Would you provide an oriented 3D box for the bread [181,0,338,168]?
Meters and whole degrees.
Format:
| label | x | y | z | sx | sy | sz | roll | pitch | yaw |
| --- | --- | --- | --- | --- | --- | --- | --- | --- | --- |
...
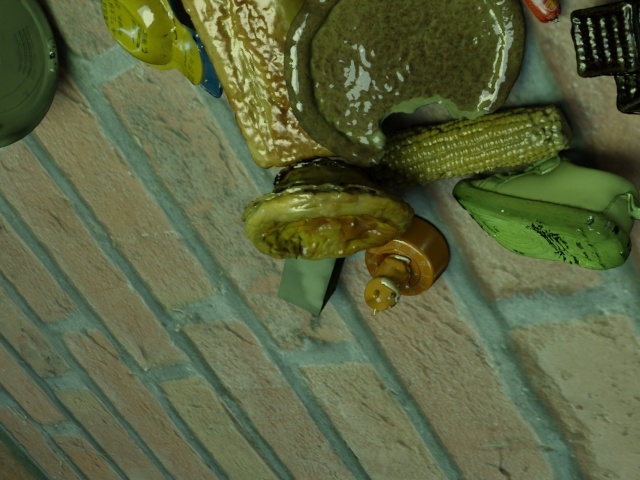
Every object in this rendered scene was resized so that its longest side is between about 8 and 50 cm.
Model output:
| label | x | y | z | sx | sy | sz | roll | pitch | yaw |
| --- | --- | --- | --- | --- | --- | --- | --- | --- | --- |
| bread | -0.049 | -0.262 | 0.957 | 0.195 | 0.149 | 0.344 | -8 | 121 | 22 |

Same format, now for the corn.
| label | x | y | z | sx | sy | sz | roll | pitch | yaw |
| --- | --- | --- | --- | --- | --- | --- | --- | --- | --- |
| corn | 0.186 | -0.122 | 0.970 | 0.288 | 0.086 | 0.086 | -8 | 121 | 35 |

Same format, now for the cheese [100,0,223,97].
| label | x | y | z | sx | sy | sz | roll | pitch | yaw |
| --- | --- | --- | --- | --- | --- | --- | --- | --- | --- |
| cheese | -0.239 | -0.308 | 1.064 | 0.270 | 0.069 | 0.177 | 41 | 147 | 17 |

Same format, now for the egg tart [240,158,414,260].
| label | x | y | z | sx | sy | sz | roll | pitch | yaw |
| --- | --- | --- | --- | --- | --- | --- | --- | --- | --- |
| egg tart | 0.008 | -0.043 | 0.993 | 0.241 | 0.106 | 0.241 | -4 | 161 | -1 |

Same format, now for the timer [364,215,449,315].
| label | x | y | z | sx | sy | sz | roll | pitch | yaw |
| --- | --- | --- | --- | --- | --- | --- | --- | --- | --- |
| timer | 0.112 | 0.054 | 1.114 | 0.132 | 0.152 | 0.132 | 17 | 133 | 20 |

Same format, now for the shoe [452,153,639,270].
| label | x | y | z | sx | sy | sz | roll | pitch | yaw |
| --- | --- | --- | --- | --- | --- | --- | --- | --- | --- |
| shoe | 0.296 | -0.034 | 0.940 | 0.262 | 0.128 | 0.140 | 24 | 153 | 57 |

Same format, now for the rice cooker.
| label | x | y | z | sx | sy | sz | roll | pitch | yaw |
| --- | --- | --- | --- | --- | --- | --- | --- | --- | --- |
| rice cooker | -0.643 | -0.298 | 1.184 | 0.325 | 0.335 | 0.335 | 2 | 126 | 32 |

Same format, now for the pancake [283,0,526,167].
| label | x | y | z | sx | sy | sz | roll | pitch | yaw |
| --- | --- | --- | --- | --- | --- | --- | --- | --- | --- |
| pancake | 0.100 | -0.214 | 0.877 | 0.288 | 0.033 | 0.286 | 13 | 115 | -11 |

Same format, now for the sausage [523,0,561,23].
| label | x | y | z | sx | sy | sz | roll | pitch | yaw |
| --- | --- | --- | --- | --- | --- | --- | --- | --- | --- |
| sausage | 0.233 | -0.298 | 0.826 | 0.129 | 0.034 | 0.034 | 48 | 136 | -12 |

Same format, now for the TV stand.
| label | x | y | z | sx | sy | sz | roll | pitch | yaw |
| --- | --- | --- | --- | --- | --- | --- | --- | --- | --- |
| TV stand | 0.000 | 0.000 | 1.194 | 0.088 | 0.083 | 0.269 | 25 | 135 | 9 |

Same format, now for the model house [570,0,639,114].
| label | x | y | z | sx | sy | sz | roll | pitch | yaw |
| --- | --- | --- | --- | --- | --- | --- | --- | --- | --- |
| model house | 0.351 | -0.198 | 0.781 | 0.152 | 0.106 | 0.165 | -3 | 119 | 32 |
